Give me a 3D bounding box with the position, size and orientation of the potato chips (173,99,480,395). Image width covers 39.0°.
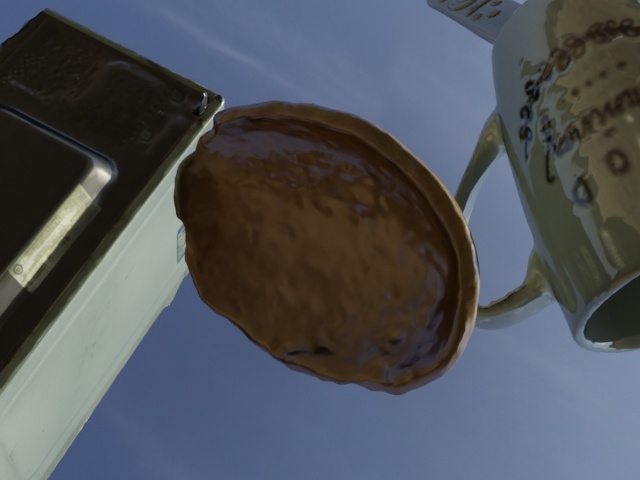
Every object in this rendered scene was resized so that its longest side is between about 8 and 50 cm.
[{"bbox_3d":[0.000,0.000,0.499,0.201,0.049,0.150,9,-79,32],"label":"potato chips"}]

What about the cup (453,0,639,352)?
[{"bbox_3d":[0.188,-0.048,0.638,0.258,0.186,0.234,-28,-121,14],"label":"cup"}]

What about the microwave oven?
[{"bbox_3d":[-0.268,0.016,0.799,0.218,0.286,0.355,28,-118,7],"label":"microwave oven"}]

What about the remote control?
[{"bbox_3d":[0.166,-0.226,0.907,0.050,0.184,0.027,-34,-55,-1],"label":"remote control"}]
